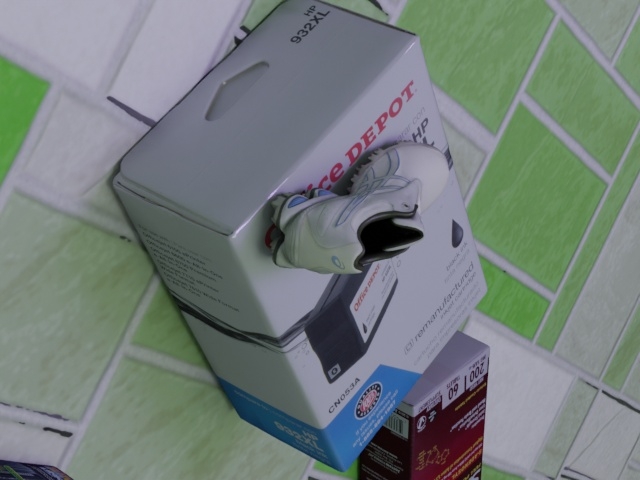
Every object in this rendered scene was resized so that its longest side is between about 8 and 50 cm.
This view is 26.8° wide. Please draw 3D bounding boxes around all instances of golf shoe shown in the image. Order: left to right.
[{"bbox_3d":[0.048,-0.015,0.935,0.176,0.086,0.069,-30,129,-40],"label":"golf shoe"}]

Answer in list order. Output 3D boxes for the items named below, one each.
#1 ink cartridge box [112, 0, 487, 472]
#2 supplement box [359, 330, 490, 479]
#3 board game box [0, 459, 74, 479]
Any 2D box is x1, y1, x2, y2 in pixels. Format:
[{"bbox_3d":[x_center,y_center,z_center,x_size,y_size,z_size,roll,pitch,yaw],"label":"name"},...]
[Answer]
[{"bbox_3d":[0.000,0.000,1.067,0.223,0.129,0.307,-48,141,-23],"label":"ink cartridge box"},{"bbox_3d":[0.106,0.219,1.390,0.130,0.073,0.239,-33,135,-38],"label":"supplement box"},{"bbox_3d":[-0.257,0.238,0.950,0.141,0.048,0.170,25,90,-57],"label":"board game box"}]
